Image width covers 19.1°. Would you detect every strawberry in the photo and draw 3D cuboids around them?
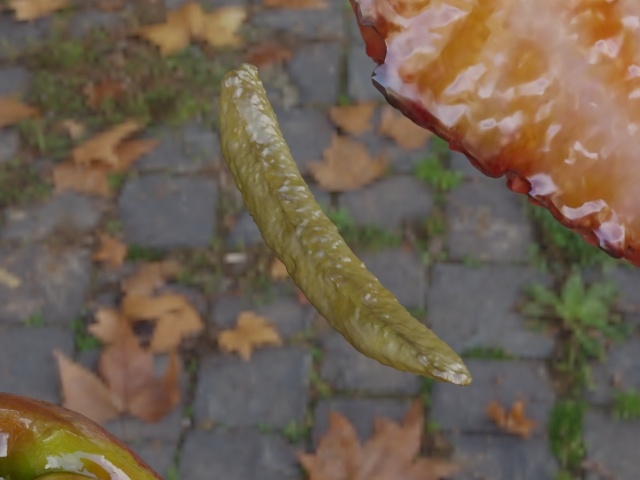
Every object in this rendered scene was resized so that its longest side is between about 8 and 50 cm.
[{"bbox_3d":[0.146,-0.143,1.016,0.253,0.280,0.150,-56,25,0],"label":"strawberry"}]

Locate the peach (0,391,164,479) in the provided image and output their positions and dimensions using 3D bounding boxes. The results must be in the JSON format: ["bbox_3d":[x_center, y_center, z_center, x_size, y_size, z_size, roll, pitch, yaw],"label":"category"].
[{"bbox_3d":[-0.244,0.281,1.431,0.308,0.332,0.308,4,28,-2],"label":"peach"}]

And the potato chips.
[{"bbox_3d":[0.000,0.000,1.762,0.057,0.080,0.407,2,44,-48],"label":"potato chips"}]
